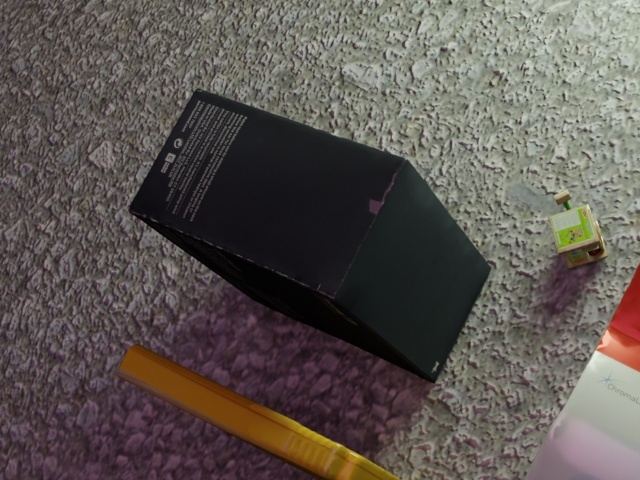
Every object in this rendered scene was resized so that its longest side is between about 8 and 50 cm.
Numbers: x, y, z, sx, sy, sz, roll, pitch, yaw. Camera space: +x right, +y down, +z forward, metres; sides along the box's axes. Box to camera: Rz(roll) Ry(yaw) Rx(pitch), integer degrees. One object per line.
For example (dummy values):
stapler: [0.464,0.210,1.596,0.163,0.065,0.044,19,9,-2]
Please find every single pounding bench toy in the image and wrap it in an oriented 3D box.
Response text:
pounding bench toy: [0.321,-0.016,1.392,0.052,0.065,0.083,-19,62,19]

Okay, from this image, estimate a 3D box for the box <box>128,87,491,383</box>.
box: [0.000,0.000,1.377,0.313,0.343,0.178,23,80,31]

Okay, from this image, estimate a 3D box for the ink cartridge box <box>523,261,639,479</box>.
ink cartridge box: [0.401,0.215,1.127,0.308,0.091,0.384,27,99,17]

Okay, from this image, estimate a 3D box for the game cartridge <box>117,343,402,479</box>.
game cartridge: [-0.047,0.236,1.333,0.324,0.285,0.052,18,76,30]
